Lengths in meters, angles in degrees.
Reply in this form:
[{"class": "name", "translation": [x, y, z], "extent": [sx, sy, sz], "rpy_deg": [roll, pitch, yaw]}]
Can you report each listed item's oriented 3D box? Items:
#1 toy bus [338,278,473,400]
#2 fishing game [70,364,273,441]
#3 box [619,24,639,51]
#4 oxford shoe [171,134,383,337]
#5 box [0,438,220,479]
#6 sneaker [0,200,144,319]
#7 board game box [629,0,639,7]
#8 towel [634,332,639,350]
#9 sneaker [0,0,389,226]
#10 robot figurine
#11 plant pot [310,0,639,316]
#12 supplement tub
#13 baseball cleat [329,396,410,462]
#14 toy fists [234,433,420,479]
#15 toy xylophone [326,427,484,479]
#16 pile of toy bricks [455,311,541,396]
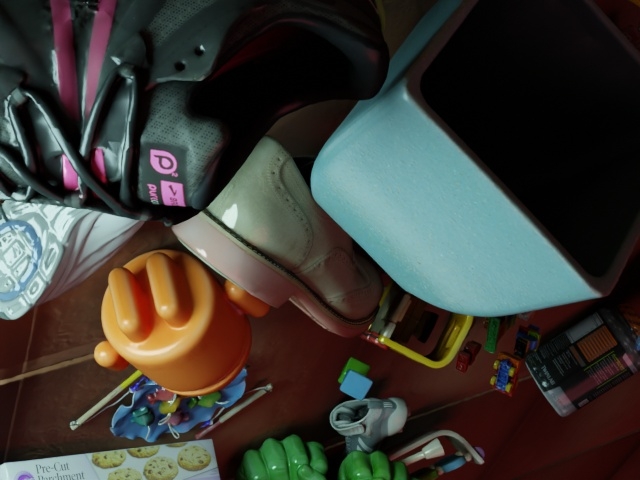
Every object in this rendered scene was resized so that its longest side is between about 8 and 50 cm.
[{"class": "toy bus", "translation": [0.117, 0.096, 1.598], "extent": [0.191, 0.104, 0.202], "rpy_deg": [-59, -176, 42]}, {"class": "fishing game", "translation": [-0.169, 0.206, 1.692], "extent": [0.189, 0.041, 0.264], "rpy_deg": [-36, 152, 18]}, {"class": "box", "translation": [0.237, -0.081, 1.468], "extent": [0.300, 0.142, 0.154], "rpy_deg": [-26, 152, 2]}, {"class": "oxford shoe", "translation": [0.000, 0.000, 1.410], "extent": [0.146, 0.140, 0.397], "rpy_deg": [-54, 159, 4]}, {"class": "box", "translation": [-0.268, 0.301, 1.712], "extent": [0.324, 0.067, 0.063], "rpy_deg": [2, 157, -45]}, {"class": "sneaker", "translation": [-0.190, -0.052, 1.198], "extent": [0.297, 0.111, 0.129], "rpy_deg": [-41, 169, 24]}, {"class": "board game box", "translation": [0.303, -0.263, 1.301], "extent": [0.043, 0.092, 0.181], "rpy_deg": [-43, 150, 24]}, {"class": "towel", "translation": [0.594, 0.059, 2.080], "extent": [0.209, 0.034, 0.285], "rpy_deg": [19, 103, -54]}, {"class": "sneaker", "translation": [-0.165, -0.101, 0.998], "extent": [0.483, 0.202, 0.185], "rpy_deg": [-26, 152, -8]}, {"class": "robot figurine", "translation": [-0.149, 0.089, 1.421], "extent": [0.158, 0.128, 0.219], "rpy_deg": [-55, 154, -10]}, {"class": "plant pot", "translation": [0.135, -0.076, 1.234], "extent": [0.252, 0.248, 0.247], "rpy_deg": [-29, -160, 51]}, {"class": "supplement tub", "translation": [0.432, 0.185, 2.154], "extent": [0.190, 0.117, 0.117], "rpy_deg": [-34, 153, 8]}, {"class": "baseball cleat", "translation": [0.053, 0.281, 2.019], "extent": [0.109, 0.072, 0.206], "rpy_deg": [10, 141, -20]}, {"class": "toy fists", "translation": [0.012, 0.367, 1.966], "extent": [0.279, 0.096, 0.142], "rpy_deg": [13, 104, -10]}, {"class": "toy xylophone", "translation": [0.102, 0.383, 2.137], "extent": [0.322, 0.081, 0.236], "rpy_deg": [-27, 176, 1]}, {"class": "pile of toy bricks", "translation": [0.262, 0.104, 1.897], "extent": [0.105, 0.118, 0.212], "rpy_deg": [-43, 149, -43]}]
